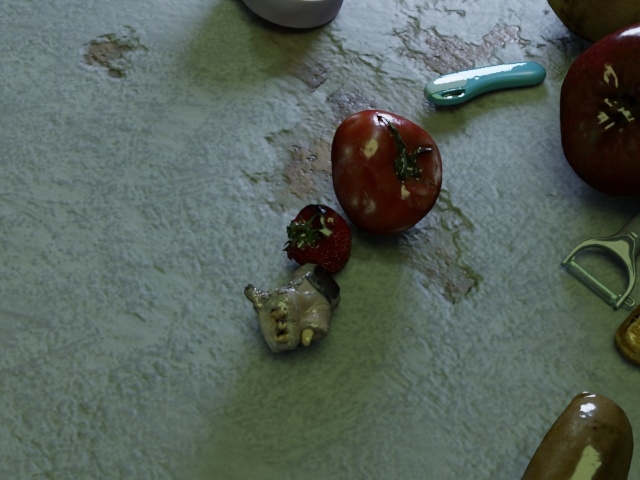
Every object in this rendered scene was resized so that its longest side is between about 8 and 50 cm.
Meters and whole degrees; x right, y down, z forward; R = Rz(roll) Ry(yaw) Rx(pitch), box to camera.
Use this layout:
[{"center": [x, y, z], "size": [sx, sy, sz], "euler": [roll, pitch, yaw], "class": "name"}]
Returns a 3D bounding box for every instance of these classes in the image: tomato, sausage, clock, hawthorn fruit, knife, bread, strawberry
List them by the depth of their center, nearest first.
[{"center": [0.234, 0.401, 1.339], "size": [0.136, 0.123, 0.501], "euler": [30, 72, 21], "class": "sausage"}, {"center": [0.472, 0.133, 1.633], "size": [0.083, 0.044, 0.110], "euler": [38, 59, 19], "class": "bread"}, {"center": [0.001, 0.000, 1.667], "size": [0.106, 0.106, 0.106], "euler": [2, 56, -3], "class": "strawberry"}, {"center": [0.086, -0.099, 1.694], "size": [0.187, 0.151, 0.187], "euler": [8, 78, -39], "class": "tomato"}, {"center": [0.497, -0.013, 1.733], "size": [0.278, 0.053, 0.123], "euler": [-39, 72, -25], "class": "knife"}, {"center": [0.513, -0.205, 1.735], "size": [0.299, 0.275, 0.275], "euler": [-29, 62, -34], "class": "hawthorn fruit"}, {"center": [0.272, -0.260, 1.896], "size": [0.222, 0.031, 0.064], "euler": [-13, 54, -17], "class": "knife"}, {"center": [-0.047, -0.457, 1.963], "size": [0.196, 0.068, 0.197], "euler": [9, 53, -12], "class": "clock"}]

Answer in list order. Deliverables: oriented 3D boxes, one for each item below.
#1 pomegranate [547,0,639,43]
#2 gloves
[{"center": [0.526, -0.465, 1.911], "size": [0.322, 0.322, 0.322], "euler": [2, 56, -3], "class": "pomegranate"}, {"center": [-0.035, 0.095, 1.594], "size": [0.144, 0.094, 0.110], "euler": [-19, 81, -41], "class": "gloves"}]
